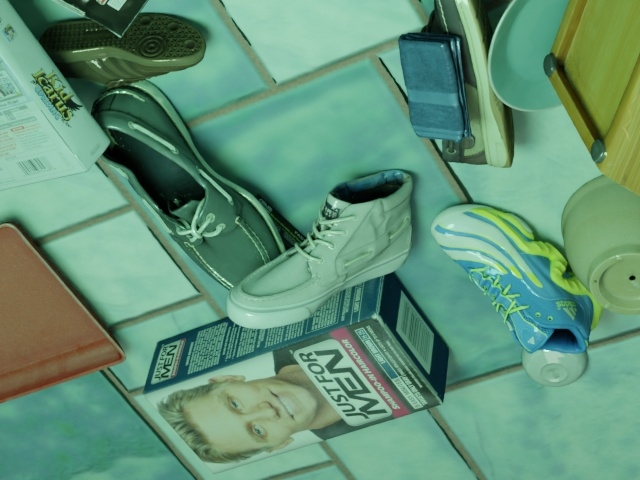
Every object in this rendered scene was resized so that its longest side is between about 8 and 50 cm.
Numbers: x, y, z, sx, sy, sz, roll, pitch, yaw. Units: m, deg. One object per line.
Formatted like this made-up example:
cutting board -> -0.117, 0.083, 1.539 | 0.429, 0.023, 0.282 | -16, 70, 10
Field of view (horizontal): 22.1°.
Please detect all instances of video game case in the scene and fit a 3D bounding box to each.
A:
video game case -> -0.398, -0.165, 1.805 | 0.269, 0.061, 0.244 | -9, 127, 40

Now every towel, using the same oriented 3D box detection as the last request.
towel -> 0.118, -0.158, 1.687 | 0.067, 0.029, 0.119 | 10, 130, 30

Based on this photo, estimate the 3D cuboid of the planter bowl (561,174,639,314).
planter bowl -> 0.356, 0.015, 1.871 | 0.162, 0.109, 0.162 | 4, 132, 5

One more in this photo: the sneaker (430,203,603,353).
sneaker -> 0.232, 0.052, 1.913 | 0.240, 0.126, 0.091 | 28, 130, -15

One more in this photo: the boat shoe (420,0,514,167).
boat shoe -> 0.141, -0.186, 1.735 | 0.092, 0.103, 0.285 | -10, 134, 12

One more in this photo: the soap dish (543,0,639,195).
soap dish -> 0.324, -0.209, 1.573 | 0.118, 0.229, 0.291 | 4, 128, -17

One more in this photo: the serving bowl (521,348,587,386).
serving bowl -> 0.294, 0.157, 2.062 | 0.083, 0.027, 0.083 | 5, 133, 5

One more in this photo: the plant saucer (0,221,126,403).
plant saucer -> -0.417, 0.090, 2.109 | 0.258, 0.047, 0.259 | -20, 126, 24

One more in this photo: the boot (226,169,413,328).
boot -> 0.000, 0.000, 1.860 | 0.095, 0.258, 0.123 | 34, 136, 37

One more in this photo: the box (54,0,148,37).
box -> -0.215, -0.385, 1.568 | 0.257, 0.079, 0.322 | 26, 120, -26

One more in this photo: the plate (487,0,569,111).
plate -> 0.247, -0.217, 1.692 | 0.188, 0.024, 0.188 | -19, 135, -21

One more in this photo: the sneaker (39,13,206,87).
sneaker -> -0.212, -0.205, 1.812 | 0.188, 0.066, 0.071 | 5, 149, 12

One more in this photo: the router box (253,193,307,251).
router box -> -0.071, 0.011, 1.985 | 0.092, 0.038, 0.122 | -32, 120, 30

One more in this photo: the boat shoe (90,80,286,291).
boat shoe -> -0.155, -0.038, 1.881 | 0.116, 0.099, 0.319 | -28, 110, 26

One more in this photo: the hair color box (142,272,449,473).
hair color box -> -0.031, 0.167, 2.074 | 0.347, 0.105, 0.174 | -20, 125, 26
